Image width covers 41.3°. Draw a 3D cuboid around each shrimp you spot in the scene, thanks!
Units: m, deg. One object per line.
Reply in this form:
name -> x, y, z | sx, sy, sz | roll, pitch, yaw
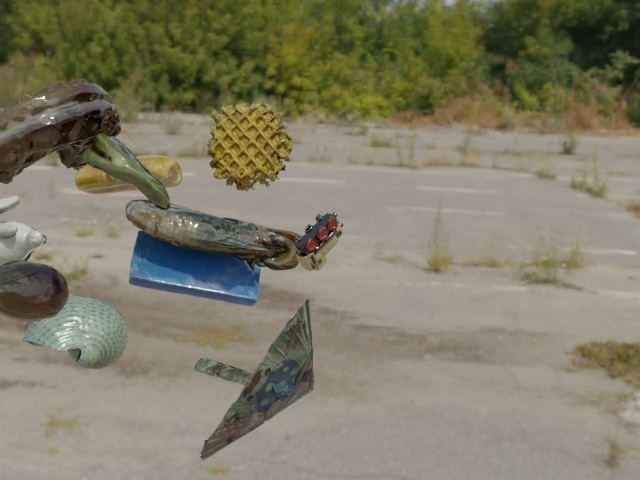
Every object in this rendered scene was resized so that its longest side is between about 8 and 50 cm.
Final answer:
shrimp -> -0.258, -0.019, 2.060 | 0.446, 0.109, 0.221 | 16, 9, 2

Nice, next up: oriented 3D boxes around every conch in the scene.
conch -> -0.742, 0.273, 2.603 | 0.303, 0.215, 0.319 | 14, -13, -9

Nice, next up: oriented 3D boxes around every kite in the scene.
kite -> -0.102, 0.235, 1.397 | 0.011, 0.335, 0.314 | 40, 10, 36

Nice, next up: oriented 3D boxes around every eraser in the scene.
eraser -> -0.303, 0.069, 2.070 | 0.312, 0.042, 0.144 | 11, 55, -11

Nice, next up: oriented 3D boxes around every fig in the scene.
fig -> -0.731, 0.118, 1.976 | 0.170, 0.145, 0.274 | -8, -8, 39

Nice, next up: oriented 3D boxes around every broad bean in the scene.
broad bean -> -0.385, -0.139, 1.743 | 0.207, 0.072, 0.153 | 34, 6, -18

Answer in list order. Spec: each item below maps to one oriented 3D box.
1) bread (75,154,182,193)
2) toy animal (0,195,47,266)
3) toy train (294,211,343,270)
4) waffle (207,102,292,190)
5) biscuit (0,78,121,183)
bread -> -0.542, -0.187, 2.390 | 0.305, 0.091, 0.142 | -4, -13, 19
toy animal -> -0.886, -0.024, 2.234 | 0.249, 0.289, 0.174 | -35, 47, -7
toy train -> 0.000, 0.000, 1.902 | 0.050, 0.087, 0.138 | 17, 55, 44
waffle -> -0.156, -0.206, 1.863 | 0.193, 0.197, 0.070 | -10, -8, 16
biscuit -> -0.554, -0.219, 1.743 | 0.268, 0.115, 0.366 | -34, -3, 38
